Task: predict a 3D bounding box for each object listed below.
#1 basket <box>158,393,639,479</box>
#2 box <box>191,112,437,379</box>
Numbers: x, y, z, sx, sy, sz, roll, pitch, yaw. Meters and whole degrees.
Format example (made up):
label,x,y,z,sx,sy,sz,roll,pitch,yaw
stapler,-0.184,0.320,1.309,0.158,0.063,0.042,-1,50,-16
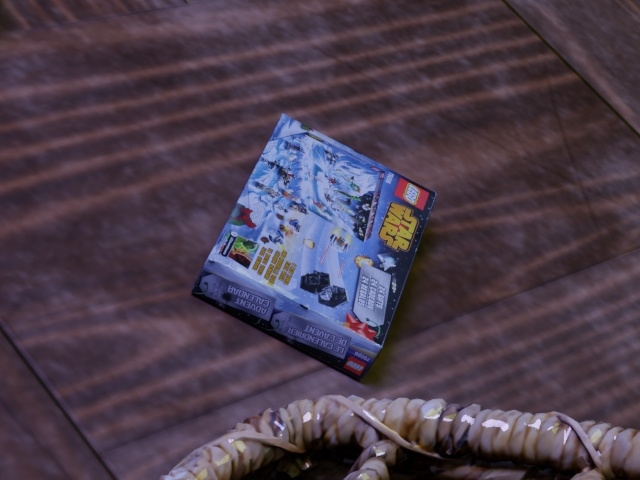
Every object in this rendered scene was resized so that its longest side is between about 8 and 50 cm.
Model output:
label,x,y,z,sx,sy,sz,roll,pitch,yaw
basket,-0.002,0.163,0.561,0.213,0.223,0.299,34,38,4
box,0.000,0.000,0.909,0.094,0.027,0.137,27,37,-2
